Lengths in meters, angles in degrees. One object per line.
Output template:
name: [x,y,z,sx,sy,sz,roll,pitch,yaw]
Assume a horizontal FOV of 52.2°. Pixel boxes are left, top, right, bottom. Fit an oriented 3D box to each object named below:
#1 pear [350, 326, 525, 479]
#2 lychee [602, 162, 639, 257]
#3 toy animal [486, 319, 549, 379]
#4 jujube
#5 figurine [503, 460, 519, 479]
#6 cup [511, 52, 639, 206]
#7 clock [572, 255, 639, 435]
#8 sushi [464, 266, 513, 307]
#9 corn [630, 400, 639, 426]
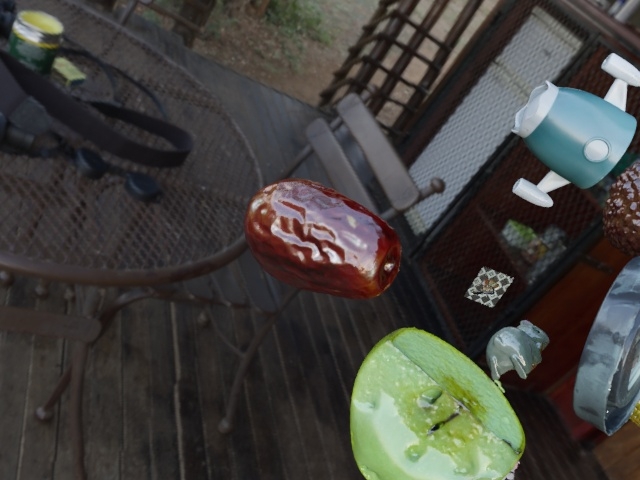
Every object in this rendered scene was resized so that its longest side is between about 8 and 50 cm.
pear: [0.204,0.384,1.347,0.342,0.318,0.238,41,20,14]
lychee: [0.799,-0.049,1.524,0.265,0.299,0.264,-3,19,1]
toy animal: [0.488,0.244,1.568,0.236,0.108,0.138,-33,106,-42]
jujube: [0.000,0.000,1.283,0.318,0.223,0.223,21,19,29]
figurine: [0.434,0.496,1.526,0.129,0.072,0.054,-74,152,-59]
cup: [0.457,-0.206,1.209,0.173,0.299,0.167,30,21,-2]
clock: [0.645,0.216,1.371,0.077,0.385,0.386,22,15,37]
sushi: [0.543,0.145,2.121,0.120,0.126,0.026,22,23,-16]
corn: [0.798,0.398,1.563,0.344,0.131,0.131,43,28,27]
